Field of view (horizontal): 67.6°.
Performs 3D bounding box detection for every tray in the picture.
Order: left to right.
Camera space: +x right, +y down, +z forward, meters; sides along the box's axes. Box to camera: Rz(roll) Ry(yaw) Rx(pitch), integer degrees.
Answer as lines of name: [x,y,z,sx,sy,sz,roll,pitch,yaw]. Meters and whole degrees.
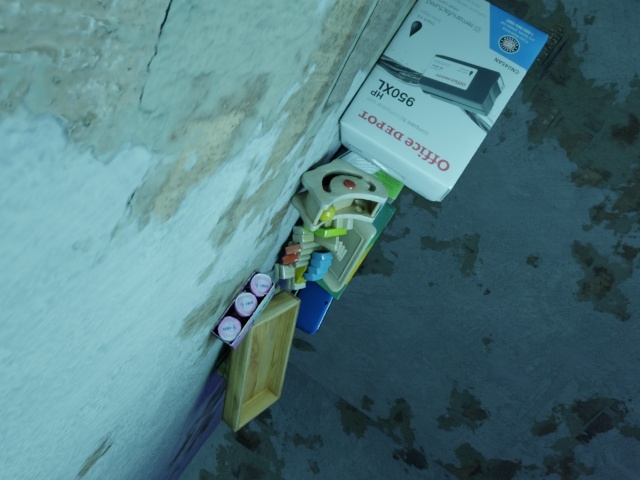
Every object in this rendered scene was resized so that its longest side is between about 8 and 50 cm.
tray: [-0.184,0.362,1.441,0.202,0.076,0.412,-23,134,-48]

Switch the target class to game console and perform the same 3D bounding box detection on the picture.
game console: [0.007,0.169,1.592,0.293,0.173,0.250,-63,157,-10]

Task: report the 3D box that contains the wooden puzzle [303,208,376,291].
wooden puzzle: [0.039,-0.012,1.331,0.044,0.221,0.239,-10,141,-43]

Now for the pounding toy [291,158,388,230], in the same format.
pounding toy: [0.046,-0.081,1.107,0.269,0.154,0.155,-31,157,-47]

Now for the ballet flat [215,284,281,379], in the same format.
ballet flat: [-0.202,0.309,1.567,0.349,0.123,0.123,-55,174,-25]

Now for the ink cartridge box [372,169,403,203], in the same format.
ink cartridge box: [0.168,-0.202,1.528,0.097,0.188,0.255,-59,176,1]

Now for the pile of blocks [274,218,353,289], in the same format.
pile of blocks: [-0.029,0.022,1.293,0.112,0.149,0.362,-10,137,-43]

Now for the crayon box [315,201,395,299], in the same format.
crayon box: [0.052,-0.015,1.441,0.083,0.203,0.323,24,100,-53]

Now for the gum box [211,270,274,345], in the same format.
gum box: [-0.183,0.169,1.176,0.189,0.062,0.107,-55,175,-19]

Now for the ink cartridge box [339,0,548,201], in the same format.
ink cartridge box: [0.263,-0.331,1.078,0.395,0.285,0.166,-57,173,-2]

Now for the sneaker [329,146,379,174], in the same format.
sneaker: [0.134,-0.262,1.302,0.320,0.128,0.126,-27,155,-25]
